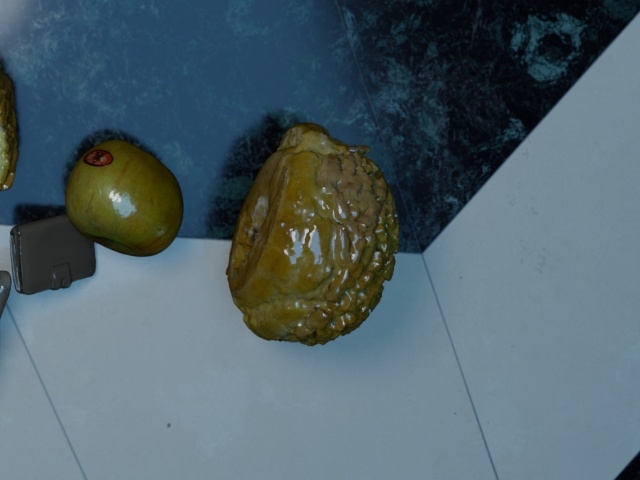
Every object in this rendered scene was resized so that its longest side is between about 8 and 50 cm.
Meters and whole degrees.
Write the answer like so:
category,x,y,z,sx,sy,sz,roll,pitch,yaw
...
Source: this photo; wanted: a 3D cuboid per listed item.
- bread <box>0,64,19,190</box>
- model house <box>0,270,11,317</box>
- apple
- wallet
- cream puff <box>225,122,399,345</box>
category,x,y,z,sx,sy,sz,roll,pitch,yaw
bread,-0.519,-0.192,1.623,0.143,0.139,0.229,-5,116,-7
model house,-0.586,0.120,1.682,0.188,0.122,0.229,21,98,-15
apple,-0.296,-0.065,1.691,0.182,0.182,0.155,24,71,-17
wallet,-0.410,0.019,1.710,0.153,0.039,0.118,-17,109,-55
cream puff,0.000,0.000,1.723,0.231,0.327,0.343,18,58,-15
